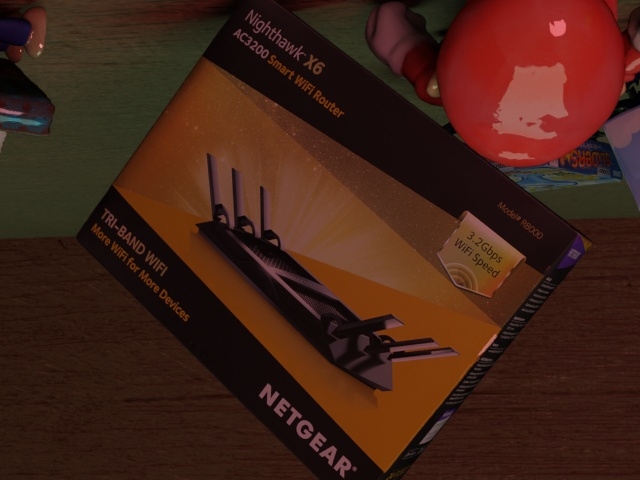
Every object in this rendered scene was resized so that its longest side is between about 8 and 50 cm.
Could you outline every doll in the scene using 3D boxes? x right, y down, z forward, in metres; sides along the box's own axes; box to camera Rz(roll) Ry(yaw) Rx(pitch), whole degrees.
[{"bbox_3d":[-0.303,-0.163,0.711,0.189,0.046,0.129,4,180,-41],"label":"doll"}]

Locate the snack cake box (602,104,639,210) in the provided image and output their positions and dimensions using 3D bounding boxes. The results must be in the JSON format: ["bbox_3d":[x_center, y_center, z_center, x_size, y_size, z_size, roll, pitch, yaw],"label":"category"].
[{"bbox_3d":[0.384,-0.105,0.808,0.264,0.089,0.152,-26,162,25],"label":"snack cake box"}]

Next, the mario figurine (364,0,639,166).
[{"bbox_3d":[0.148,-0.156,0.707,0.198,0.170,0.320,-38,180,8],"label":"mario figurine"}]

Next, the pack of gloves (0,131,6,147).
[{"bbox_3d":[-0.361,-0.029,0.799,0.046,0.195,0.232,43,-152,26],"label":"pack of gloves"}]

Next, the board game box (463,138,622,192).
[{"bbox_3d":[0.166,-0.068,0.950,0.201,0.035,0.136,-6,172,44],"label":"board game box"}]

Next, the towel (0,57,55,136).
[{"bbox_3d":[-0.383,-0.118,0.659,0.370,0.040,0.271,5,-166,-23],"label":"towel"}]

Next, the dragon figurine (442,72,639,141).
[{"bbox_3d":[0.203,-0.129,0.976,0.289,0.085,0.144,-4,174,21],"label":"dragon figurine"}]

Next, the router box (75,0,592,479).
[{"bbox_3d":[0.000,0.000,0.729,0.309,0.243,0.081,40,-170,20],"label":"router box"}]
